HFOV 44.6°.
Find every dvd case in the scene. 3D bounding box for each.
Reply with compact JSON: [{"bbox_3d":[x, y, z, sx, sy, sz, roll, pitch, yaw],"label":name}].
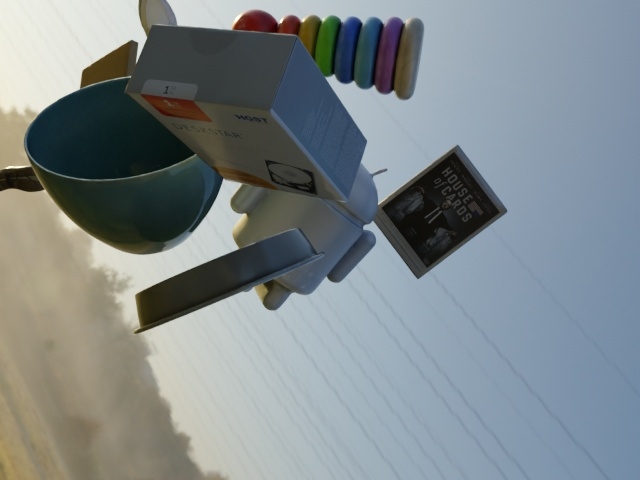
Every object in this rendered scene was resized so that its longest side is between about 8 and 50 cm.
[{"bbox_3d":[0.245,-0.060,1.639,0.179,0.239,0.029,53,1,-2],"label":"dvd case"}]

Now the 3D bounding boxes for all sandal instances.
[{"bbox_3d":[-0.794,-0.163,2.028,0.049,0.180,0.072,-122,-150,-55],"label":"sandal"}]

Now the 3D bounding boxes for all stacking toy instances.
[{"bbox_3d":[0.007,-0.332,1.349,0.141,0.330,0.141,9,90,-83],"label":"stacking toy"}]

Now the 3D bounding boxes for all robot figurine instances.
[{"bbox_3d":[-0.028,-0.037,1.495,0.300,0.353,0.200,36,7,-30],"label":"robot figurine"}]

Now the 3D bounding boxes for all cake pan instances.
[{"bbox_3d":[-0.137,0.053,1.118,0.054,0.293,0.293,67,-20,1],"label":"cake pan"}]

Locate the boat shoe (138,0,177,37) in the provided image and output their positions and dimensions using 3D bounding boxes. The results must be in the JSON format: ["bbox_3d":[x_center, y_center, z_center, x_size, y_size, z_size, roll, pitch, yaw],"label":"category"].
[{"bbox_3d":[-0.365,-0.477,1.844,0.076,0.083,0.226,-127,-164,-55],"label":"boat shoe"}]

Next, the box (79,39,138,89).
[{"bbox_3d":[-0.388,-0.242,1.395,0.164,0.021,0.201,-15,-115,40],"label":"box"}]

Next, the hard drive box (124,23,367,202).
[{"bbox_3d":[-0.073,-0.139,0.881,0.181,0.089,0.232,11,-15,26],"label":"hard drive box"}]

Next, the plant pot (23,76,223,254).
[{"bbox_3d":[-0.271,-0.094,1.174,0.290,0.290,0.195,44,-32,42],"label":"plant pot"}]
